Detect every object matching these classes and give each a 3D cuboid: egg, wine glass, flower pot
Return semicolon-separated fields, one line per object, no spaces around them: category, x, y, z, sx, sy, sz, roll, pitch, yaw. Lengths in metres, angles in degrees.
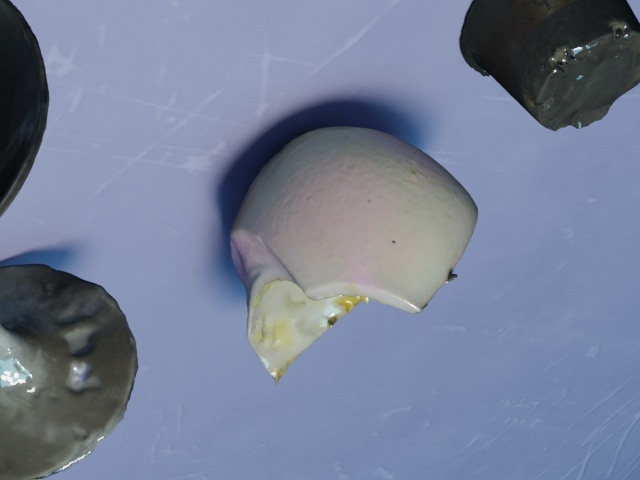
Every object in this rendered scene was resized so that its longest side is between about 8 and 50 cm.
egg;0.008;-0.012;1.465;0.206;0.162;0.271;-52;-166;-27
wine glass;-0.276;0.016;1.203;0.267;0.267;0.406;-26;153;-7
flower pot;0.215;-0.171;1.461;0.157;0.107;0.157;-22;145;-16
